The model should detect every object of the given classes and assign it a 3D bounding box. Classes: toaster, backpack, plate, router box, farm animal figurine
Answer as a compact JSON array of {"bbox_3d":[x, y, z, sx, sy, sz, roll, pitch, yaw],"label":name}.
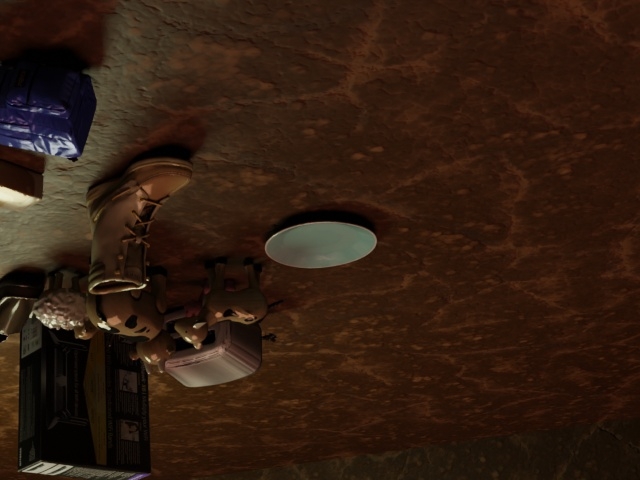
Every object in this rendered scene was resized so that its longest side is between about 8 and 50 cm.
[{"bbox_3d":[-0.215,0.202,2.020,0.226,0.129,0.146,-13,152,21],"label":"toaster"},{"bbox_3d":[-0.337,-0.164,1.225,0.120,0.098,0.101,8,147,4],"label":"backpack"},{"bbox_3d":[0.000,0.000,1.729,0.188,0.024,0.188,-4,157,-2],"label":"plate"},{"bbox_3d":[-0.443,0.289,1.954,0.081,0.309,0.243,-28,146,36],"label":"router box"},{"bbox_3d":[-0.281,0.133,1.797,0.330,0.172,0.326,-21,151,33],"label":"farm animal figurine"}]

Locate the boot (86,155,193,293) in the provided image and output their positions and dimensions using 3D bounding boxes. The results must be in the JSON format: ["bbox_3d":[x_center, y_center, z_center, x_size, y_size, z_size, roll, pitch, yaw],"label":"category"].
[{"bbox_3d":[-0.257,-0.019,1.468,0.213,0.165,0.077,-22,151,37],"label":"boot"}]

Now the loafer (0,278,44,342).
[{"bbox_3d":[-0.552,0.132,1.866,0.080,0.078,0.220,9,153,-26],"label":"loafer"}]

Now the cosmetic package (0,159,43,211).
[{"bbox_3d":[-0.453,-0.081,1.451,0.060,0.041,0.115,-24,150,38],"label":"cosmetic package"}]
